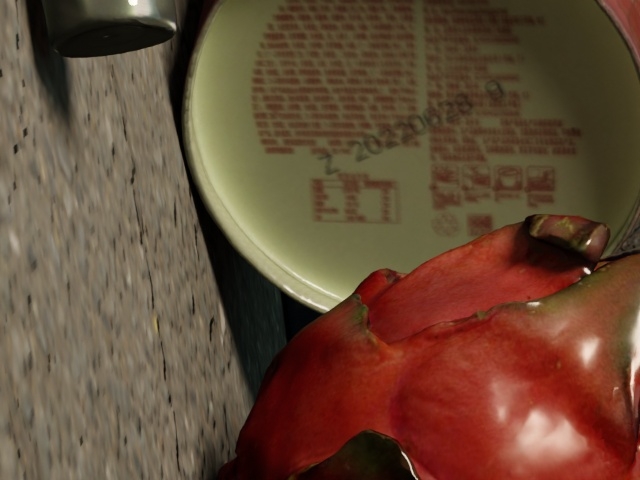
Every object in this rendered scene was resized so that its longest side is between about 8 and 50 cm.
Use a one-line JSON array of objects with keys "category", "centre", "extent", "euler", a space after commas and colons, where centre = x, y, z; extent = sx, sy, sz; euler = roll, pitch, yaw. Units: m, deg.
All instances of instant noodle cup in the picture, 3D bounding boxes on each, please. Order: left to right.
[{"category": "instant noodle cup", "centre": [0.050, -0.082, 0.808], "extent": [0.178, 0.234, 0.235], "euler": [-71, 152, -59]}]

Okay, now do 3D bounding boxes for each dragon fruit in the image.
[{"category": "dragon fruit", "centre": [0.072, 0.087, 0.687], "extent": [0.193, 0.274, 0.192], "euler": [24, -32, 41]}]

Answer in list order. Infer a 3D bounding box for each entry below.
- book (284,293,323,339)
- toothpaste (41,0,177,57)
[{"category": "book", "centre": [0.000, 0.000, 1.078], "extent": [0.191, 0.025, 0.269], "euler": [56, 26, -75]}, {"category": "toothpaste", "centre": [-0.077, -0.170, 0.561], "extent": [0.062, 0.039, 0.239], "euler": [25, 54, -75]}]
